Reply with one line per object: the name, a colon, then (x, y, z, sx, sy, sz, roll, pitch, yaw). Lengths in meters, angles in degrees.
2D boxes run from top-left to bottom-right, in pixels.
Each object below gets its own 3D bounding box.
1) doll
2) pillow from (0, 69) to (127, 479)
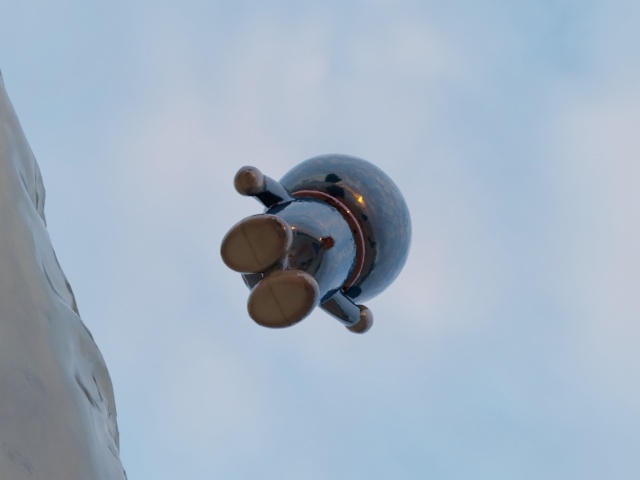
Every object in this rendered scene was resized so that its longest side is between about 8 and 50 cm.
doll: (0.000, 0.000, 1.053, 0.085, 0.152, 0.114, -22, -84, 27)
pillow: (-0.127, 0.019, 0.507, 0.075, 0.185, 0.302, -35, -116, 29)
